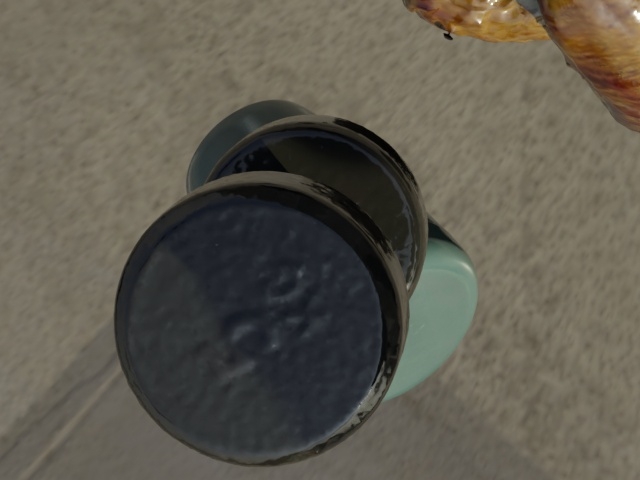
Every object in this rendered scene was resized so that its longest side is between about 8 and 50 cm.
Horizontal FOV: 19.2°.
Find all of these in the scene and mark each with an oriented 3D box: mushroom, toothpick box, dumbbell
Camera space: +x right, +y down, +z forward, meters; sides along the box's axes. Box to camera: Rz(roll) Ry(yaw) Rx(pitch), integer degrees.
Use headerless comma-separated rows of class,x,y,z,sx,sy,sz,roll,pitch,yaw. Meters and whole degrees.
mushroom,0.176,-0.204,1.309,0.283,0.263,0.195,22,114,-23
toothpick box,0.000,0.000,1.123,0.184,0.120,0.120,51,121,39
dumbbell,-0.011,0.012,0.716,0.100,0.191,0.100,1,101,7
